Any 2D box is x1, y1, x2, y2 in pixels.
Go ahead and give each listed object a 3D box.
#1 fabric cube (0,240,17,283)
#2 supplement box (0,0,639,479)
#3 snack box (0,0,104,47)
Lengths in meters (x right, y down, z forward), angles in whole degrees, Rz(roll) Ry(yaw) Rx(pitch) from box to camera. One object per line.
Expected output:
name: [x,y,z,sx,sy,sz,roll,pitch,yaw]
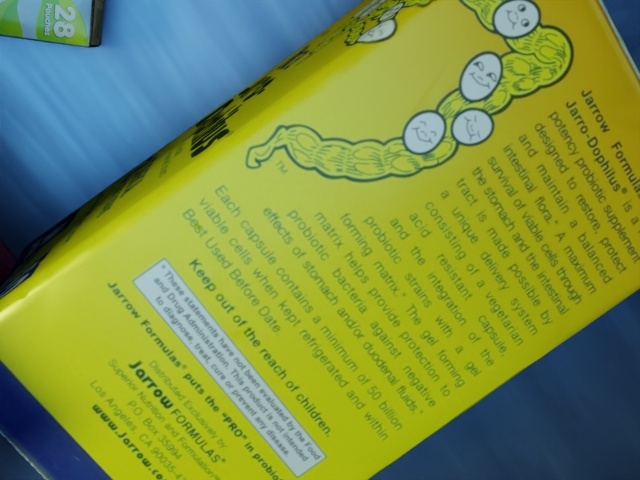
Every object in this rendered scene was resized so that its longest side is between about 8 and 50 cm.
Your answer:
fabric cube: [-0.345,0.041,0.380,0.258,0.254,0.259,-32,106,-1]
supplement box: [0.000,0.000,0.453,0.357,0.194,0.195,-36,107,1]
snack box: [-0.209,-0.227,0.425,0.175,0.070,0.207,6,105,-12]
